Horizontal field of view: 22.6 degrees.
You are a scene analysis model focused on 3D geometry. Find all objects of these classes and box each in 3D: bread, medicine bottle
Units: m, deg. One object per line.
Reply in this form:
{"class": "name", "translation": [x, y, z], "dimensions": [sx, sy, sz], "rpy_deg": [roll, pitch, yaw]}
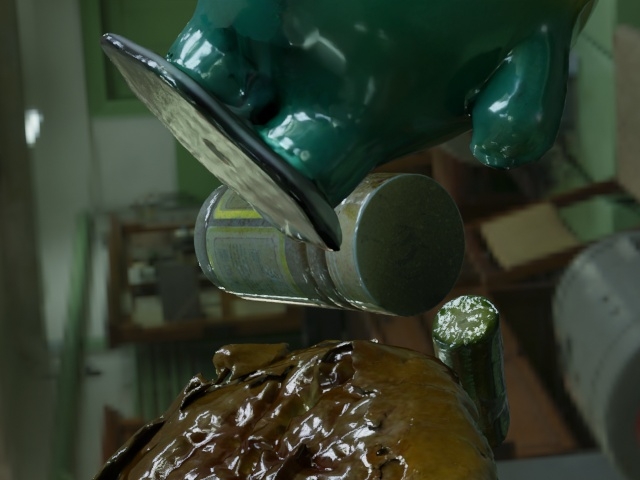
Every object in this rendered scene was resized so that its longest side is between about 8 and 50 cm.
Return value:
{"class": "bread", "translation": [-0.025, 0.231, 1.094], "dimensions": [0.358, 0.337, 0.204], "rpy_deg": [-105, -10, -61]}
{"class": "medicine bottle", "translation": [0.000, 0.000, 1.793], "dimensions": [0.322, 0.151, 0.151], "rpy_deg": [3, 98, 53]}

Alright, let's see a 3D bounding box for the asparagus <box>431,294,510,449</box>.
{"class": "asparagus", "translation": [0.123, 0.109, 1.313], "dimensions": [0.277, 0.060, 0.067], "rpy_deg": [74, -156, -63]}

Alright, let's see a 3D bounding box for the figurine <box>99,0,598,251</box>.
{"class": "figurine", "translation": [0.047, -0.176, 1.025], "dimensions": [0.323, 0.340, 0.231], "rpy_deg": [38, 170, 24]}
